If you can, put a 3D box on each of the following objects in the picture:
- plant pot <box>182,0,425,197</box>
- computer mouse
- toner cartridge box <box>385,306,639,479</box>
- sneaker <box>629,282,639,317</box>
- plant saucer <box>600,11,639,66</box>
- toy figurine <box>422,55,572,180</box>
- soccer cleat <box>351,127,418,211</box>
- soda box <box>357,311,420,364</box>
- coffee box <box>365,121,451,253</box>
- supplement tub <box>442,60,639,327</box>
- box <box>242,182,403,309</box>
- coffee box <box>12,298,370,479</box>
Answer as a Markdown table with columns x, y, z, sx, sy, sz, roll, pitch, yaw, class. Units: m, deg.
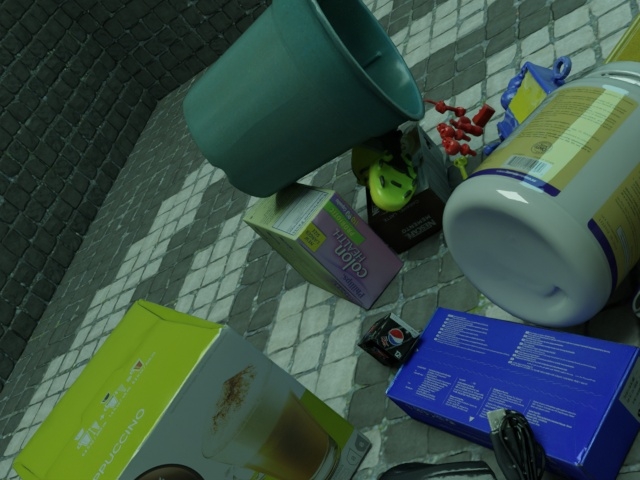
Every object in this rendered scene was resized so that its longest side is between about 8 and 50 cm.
| x | y | z | sx | sy | sz | roll | pitch | yaw | class |
| --- | --- | --- | --- | --- | --- | --- | --- | --- | --- |
| -0.047 | -0.268 | 1.386 | 0.334 | 0.341 | 0.341 | -33 | 31 | 23 | plant pot |
| 0.152 | 0.323 | 0.936 | 0.272 | 0.072 | 0.188 | -27 | 70 | 41 | computer mouse |
| 0.255 | 0.197 | 1.028 | 0.165 | 0.075 | 0.348 | -54 | 30 | -18 | toner cartridge box |
| 0.454 | 0.040 | 1.001 | 0.170 | 0.068 | 0.071 | -47 | 12 | -21 | sneaker |
| 0.575 | -0.279 | 1.223 | 0.332 | 0.081 | 0.333 | -52 | 29 | -13 | plant saucer |
| 0.335 | -0.205 | 1.258 | 0.217 | 0.191 | 0.362 | -56 | 26 | 30 | toy figurine |
| 0.112 | -0.130 | 1.447 | 0.121 | 0.094 | 0.289 | -55 | 23 | 32 | soccer cleat |
| 0.106 | 0.158 | 1.215 | 0.053 | 0.060 | 0.169 | -52 | -3 | -11 | soda box |
| 0.171 | -0.108 | 1.515 | 0.141 | 0.098 | 0.246 | -32 | 31 | 23 | coffee box |
| 0.351 | -0.070 | 1.041 | 0.331 | 0.241 | 0.241 | -43 | 25 | -24 | supplement tub |
| 0.000 | 0.000 | 1.480 | 0.117 | 0.213 | 0.243 | -50 | 28 | -10 | box |
| -0.206 | 0.331 | 1.192 | 0.338 | 0.334 | 0.337 | 6 | 57 | 56 | coffee box |
